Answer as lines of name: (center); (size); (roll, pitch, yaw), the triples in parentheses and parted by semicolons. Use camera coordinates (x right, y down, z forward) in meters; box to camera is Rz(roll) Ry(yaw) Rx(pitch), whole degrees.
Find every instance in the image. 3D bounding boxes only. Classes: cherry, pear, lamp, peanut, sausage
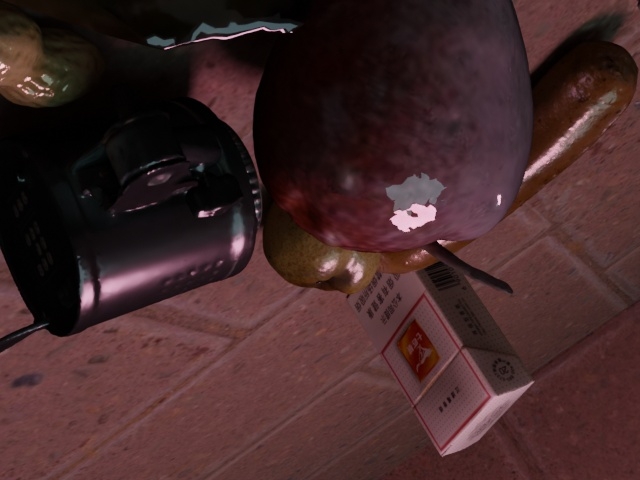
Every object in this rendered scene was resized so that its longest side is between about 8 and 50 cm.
cherry: (0.092, -0.147, 1.117); (0.326, 0.291, 0.335); (13, 97, -54)
pear: (0.000, 0.000, 1.453); (0.167, 0.136, 0.167); (6, 169, 1)
lamp: (-0.203, -0.026, 1.101); (0.374, 0.205, 0.272); (-31, 169, 37)
peanut: (-0.265, -0.162, 0.933); (0.082, 0.082, 0.187); (-41, 154, 19)
sausage: (0.271, -0.107, 1.601); (0.501, 0.123, 0.136); (-41, 152, 22)

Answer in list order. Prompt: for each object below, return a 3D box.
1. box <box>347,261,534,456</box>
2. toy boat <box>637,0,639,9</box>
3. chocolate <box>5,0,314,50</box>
box: (0.191, 0.162, 1.761); (0.095, 0.330, 0.210); (-16, 152, -33)
toy boat: (0.617, -0.355, 1.479); (0.293, 0.111, 0.276); (-13, -172, -42)
chocolate: (-0.105, -0.313, 0.536); (0.297, 0.326, 0.314); (114, -2, -54)
